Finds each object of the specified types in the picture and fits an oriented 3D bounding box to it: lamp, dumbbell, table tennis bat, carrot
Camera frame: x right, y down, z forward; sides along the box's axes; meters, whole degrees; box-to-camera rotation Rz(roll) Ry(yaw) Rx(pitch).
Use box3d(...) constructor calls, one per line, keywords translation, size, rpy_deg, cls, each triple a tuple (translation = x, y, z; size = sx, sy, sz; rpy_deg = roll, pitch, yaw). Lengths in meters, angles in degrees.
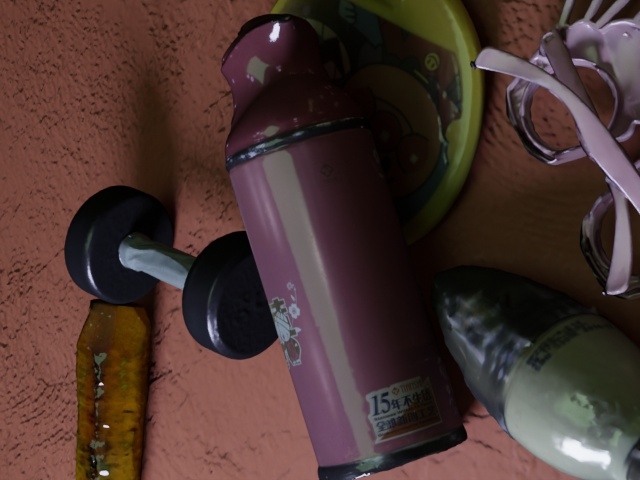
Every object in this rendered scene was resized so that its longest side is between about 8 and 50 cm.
box3d(translation=(0.151, 0.087, 0.886), size=(0.250, 0.101, 0.101), rpy_deg=(40, 115, 47), cls="lamp")
box3d(translation=(-0.116, 0.023, 1.114), size=(0.191, 0.100, 0.100), rpy_deg=(20, 103, 39), cls="dumbbell")
box3d(translation=(0.046, -0.162, 1.008), size=(0.224, 0.054, 0.369), rpy_deg=(32, 113, 35), cls="table tennis bat")
box3d(translation=(-0.188, 0.181, 1.198), size=(0.070, 0.070, 0.260), rpy_deg=(11, 99, 41), cls="carrot")

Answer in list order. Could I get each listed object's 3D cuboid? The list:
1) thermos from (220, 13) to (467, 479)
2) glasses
box3d(translation=(0.007, -0.002, 0.985), size=(0.109, 0.136, 0.330), rpy_deg=(-18, 86, 14), cls="thermos")
box3d(translation=(0.201, -0.082, 0.847), size=(0.162, 0.095, 0.255), rpy_deg=(-32, 70, 15), cls="glasses")
